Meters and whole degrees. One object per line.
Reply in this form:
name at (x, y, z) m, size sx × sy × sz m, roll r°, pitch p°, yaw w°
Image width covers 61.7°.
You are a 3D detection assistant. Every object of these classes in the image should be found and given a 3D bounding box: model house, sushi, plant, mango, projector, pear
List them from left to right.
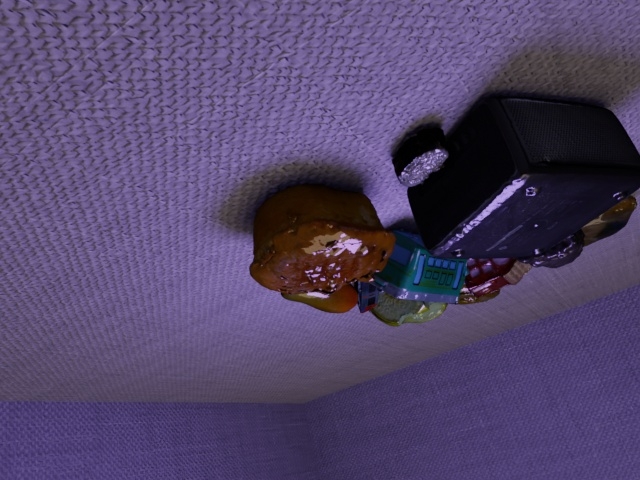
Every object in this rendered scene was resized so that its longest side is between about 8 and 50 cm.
mango at (0.008, 0.171, 1.792) m, size 0.146 × 0.129 × 0.289 m, roll -11°, pitch 161°, yaw 39°
pear at (0.369, 0.242, 2.100) m, size 0.287 × 0.176 × 0.282 m, roll -31°, pitch 153°, yaw 33°
sushi at (0.225, -0.191, 1.220) m, size 0.091 × 0.078 × 0.150 m, roll 6°, pitch 150°, yaw -26°
model house at (0.642, 0.084, 1.938) m, size 0.254 × 0.159 × 0.196 m, roll -27°, pitch 153°, yaw 19°
projector at (0.480, -0.130, 1.296) m, size 0.406 × 0.241 × 0.395 m, roll -1°, pitch 153°, yaw -25°
plant at (0.672, -0.028, 1.629) m, size 0.276 × 0.198 × 0.188 m, roll 20°, pitch 141°, yaw -37°

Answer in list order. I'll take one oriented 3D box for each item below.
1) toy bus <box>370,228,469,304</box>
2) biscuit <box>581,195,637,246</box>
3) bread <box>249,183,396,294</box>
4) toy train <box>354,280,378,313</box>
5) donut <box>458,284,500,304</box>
toy bus at (0.314, 0.082, 1.688) m, size 0.344 × 0.184 × 0.199 m, roll 10°, pitch 102°, yaw -44°
biscuit at (0.969, -0.045, 1.947) m, size 0.330 × 0.078 × 0.335 m, roll -19°, pitch 153°, yaw 19°
bread at (0.002, 0.001, 1.357) m, size 0.359 × 0.204 × 0.337 m, roll 9°, pitch 149°, yaw -35°
toy train at (0.167, 0.161, 1.913) m, size 0.089 × 0.086 × 0.409 m, roll -16°, pitch 155°, yaw -3°
donut at (0.612, 0.202, 2.207) m, size 0.272 × 0.107 × 0.272 m, roll -6°, pitch 158°, yaw -2°
